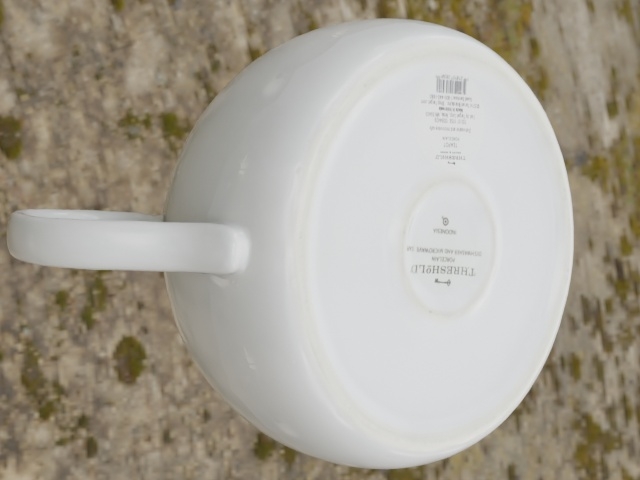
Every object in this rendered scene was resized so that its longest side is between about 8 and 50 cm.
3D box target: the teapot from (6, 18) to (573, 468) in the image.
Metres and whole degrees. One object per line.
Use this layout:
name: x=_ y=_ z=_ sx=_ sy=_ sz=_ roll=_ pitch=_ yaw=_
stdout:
teapot: x=0.000 y=0.000 z=0.664 sx=0.252 sy=0.187 sz=0.256 roll=-53 pitch=125 yaw=-27
